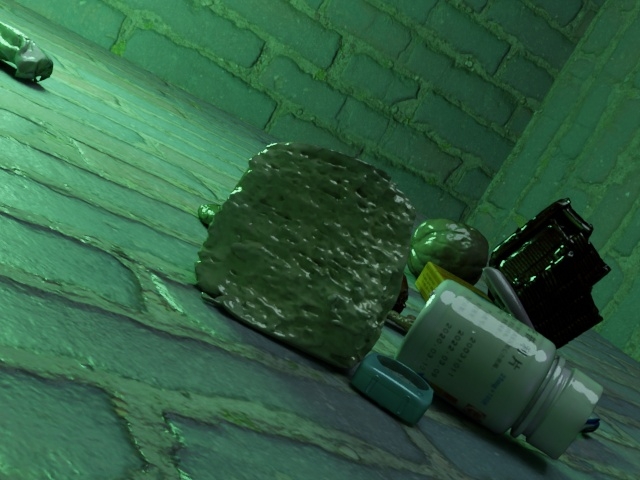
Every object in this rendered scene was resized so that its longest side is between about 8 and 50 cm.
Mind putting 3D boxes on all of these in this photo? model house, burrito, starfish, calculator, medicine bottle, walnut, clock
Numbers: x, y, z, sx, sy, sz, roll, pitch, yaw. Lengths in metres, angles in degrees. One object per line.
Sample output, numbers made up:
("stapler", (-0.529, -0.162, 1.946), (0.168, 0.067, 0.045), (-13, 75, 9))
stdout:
("model house", (0.597, 0.122, 2.272), (0.282, 0.317, 0.297), (54, 0, 36))
("burrito", (-0.681, -0.424, 1.955), (0.229, 0.089, 0.144), (30, 11, 7))
("starfish", (0.204, 0.179, 1.681), (0.295, 0.048, 0.231), (25, 11, -29))
("calculator", (0.466, 0.192, 2.113), (0.294, 0.043, 0.194), (61, 3, 12))
("medicine bottle", (0.271, 0.201, 1.396), (0.293, 0.170, 0.170), (34, 9, 11))
("walnut", (0.338, 0.040, 2.394), (0.224, 0.224, 0.224), (30, 9, -5))
("clock", (0.105, 0.199, 1.257), (0.108, 0.045, 0.147), (33, 8, 10))

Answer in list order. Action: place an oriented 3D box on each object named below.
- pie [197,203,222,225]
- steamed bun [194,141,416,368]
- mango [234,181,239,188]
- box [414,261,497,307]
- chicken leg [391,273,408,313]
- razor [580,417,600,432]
("pie", (-0.134, -0.034, 1.655), (0.187, 0.041, 0.187), (13, 7, -2))
("steamed bun", (0.000, 0.000, 1.303), (0.290, 0.272, 0.273), (35, 8, 1))
("mango", (-0.117, -0.078, 1.938), (0.165, 0.074, 0.091), (32, -21, -37))
("box", (0.336, 0.150, 2.181), (0.174, 0.076, 0.274), (28, 9, -9))
("chicken leg", (0.054, 0.062, 1.733), (0.304, 0.093, 0.113), (20, 26, -33))
("razor", (0.452, 0.335, 1.653), (0.324, 0.093, 0.056), (25, 50, -53))
